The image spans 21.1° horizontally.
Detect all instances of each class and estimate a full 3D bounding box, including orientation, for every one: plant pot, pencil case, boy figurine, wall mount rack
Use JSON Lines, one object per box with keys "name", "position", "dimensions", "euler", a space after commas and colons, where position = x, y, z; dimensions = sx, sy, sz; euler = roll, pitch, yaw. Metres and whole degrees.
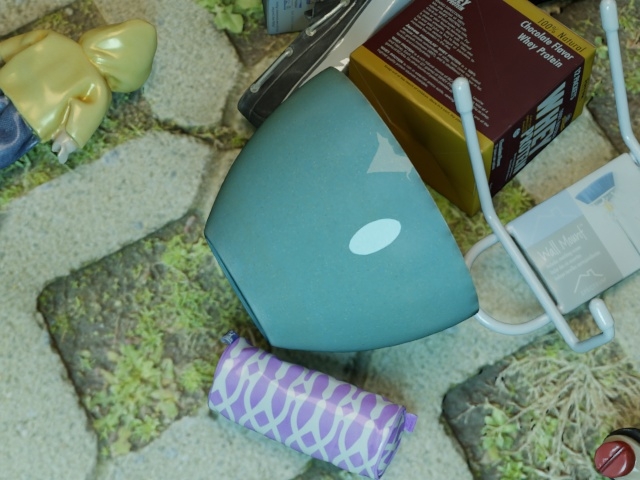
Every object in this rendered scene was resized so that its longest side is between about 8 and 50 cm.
{"name": "plant pot", "position": [0.000, 0.000, 1.722], "dimensions": [0.195, 0.290, 0.290], "euler": [-31, 63, -6]}
{"name": "pencil case", "position": [-0.014, 0.167, 1.726], "dimensions": [0.206, 0.086, 0.088], "euler": [24, 25, 13]}
{"name": "boy figurine", "position": [-0.309, -0.166, 1.920], "dimensions": [0.285, 0.092, 0.177], "euler": [-37, 65, -22]}
{"name": "wall mount rack", "position": [0.281, -0.064, 1.798], "dimensions": [0.350, 0.130, 0.304], "euler": [-30, 84, -23]}

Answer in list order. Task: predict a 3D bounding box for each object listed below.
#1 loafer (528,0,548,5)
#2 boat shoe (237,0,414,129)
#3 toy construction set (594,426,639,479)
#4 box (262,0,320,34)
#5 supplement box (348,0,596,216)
{"name": "loafer", "position": [0.247, -0.319, 2.034], "dimensions": [0.223, 0.076, 0.078], "euler": [-14, 54, -15]}
{"name": "boat shoe", "position": [0.027, -0.235, 1.936], "dimensions": [0.102, 0.108, 0.301], "euler": [39, 86, 22]}
{"name": "toy construction set", "position": [0.412, 0.215, 1.582], "dimensions": [0.257, 0.309, 0.237], "euler": [-31, 70, 0]}
{"name": "box", "position": [-0.004, -0.319, 2.028], "dimensions": [0.137, 0.072, 0.126], "euler": [-8, 59, -6]}
{"name": "supplement box", "position": [0.165, -0.171, 1.905], "dimensions": [0.191, 0.129, 0.194], "euler": [39, 66, 21]}
